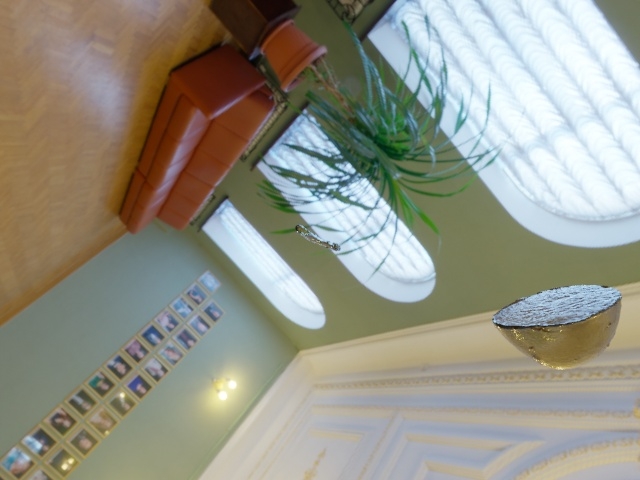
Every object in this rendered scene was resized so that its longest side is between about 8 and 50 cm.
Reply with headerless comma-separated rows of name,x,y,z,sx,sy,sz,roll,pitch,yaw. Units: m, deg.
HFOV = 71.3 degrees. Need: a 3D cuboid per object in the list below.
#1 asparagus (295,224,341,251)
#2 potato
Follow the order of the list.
asparagus,0.000,0.000,0.609,0.016,0.013,0.166,-41,159,8
potato,0.415,0.160,0.768,0.202,0.117,0.182,-20,-174,-19
